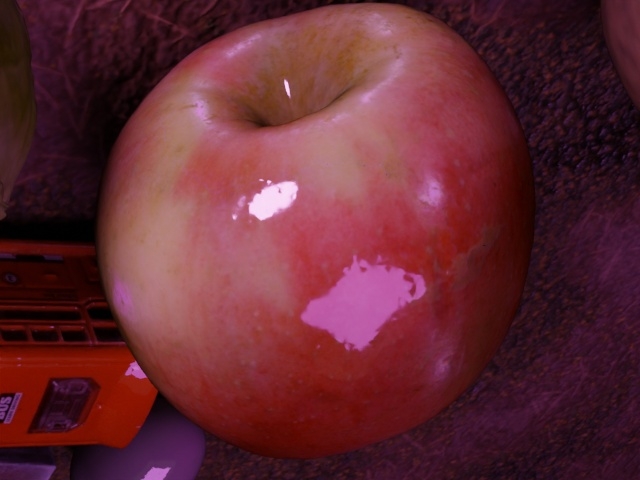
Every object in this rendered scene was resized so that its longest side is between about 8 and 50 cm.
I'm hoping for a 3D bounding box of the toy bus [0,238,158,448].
[{"bbox_3d":[-0.231,0.080,1.231,0.329,0.153,0.143,3,131,-34],"label":"toy bus"}]

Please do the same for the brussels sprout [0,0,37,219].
[{"bbox_3d":[-0.278,-0.083,0.973,0.244,0.244,0.244,-17,140,-14],"label":"brussels sprout"}]

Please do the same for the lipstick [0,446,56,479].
[{"bbox_3d":[-0.400,0.169,1.288,0.371,0.076,0.080,11,129,-39],"label":"lipstick"}]

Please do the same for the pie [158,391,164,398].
[{"bbox_3d":[-0.110,0.122,1.458,0.085,0.017,0.085,-16,139,-14],"label":"pie"}]

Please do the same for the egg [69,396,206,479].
[{"bbox_3d":[-0.166,0.199,1.440,0.135,0.103,0.103,-37,141,12],"label":"egg"}]

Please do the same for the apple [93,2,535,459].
[{"bbox_3d":[0.000,0.000,1.141,0.319,0.319,0.277,-24,126,-6],"label":"apple"}]

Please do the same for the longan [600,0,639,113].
[{"bbox_3d":[0.361,-0.196,1.185,0.319,0.319,0.319,-17,140,-14],"label":"longan"}]
